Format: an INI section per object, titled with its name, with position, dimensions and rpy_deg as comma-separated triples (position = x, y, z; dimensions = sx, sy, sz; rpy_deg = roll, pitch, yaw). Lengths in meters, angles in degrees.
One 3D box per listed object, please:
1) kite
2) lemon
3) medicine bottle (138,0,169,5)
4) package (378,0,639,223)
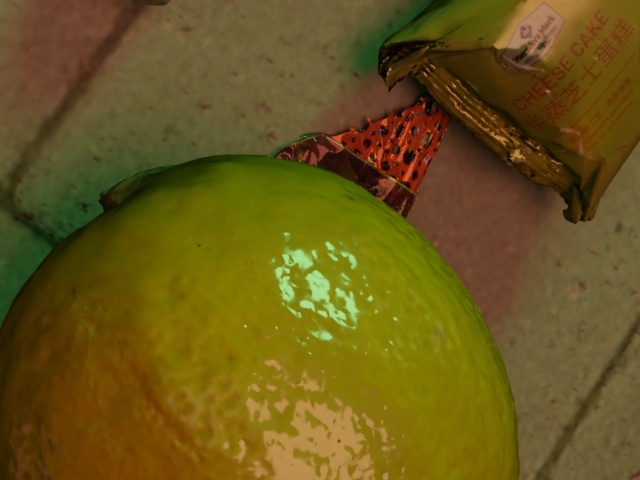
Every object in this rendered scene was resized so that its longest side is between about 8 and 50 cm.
[kite]
position = 0.000, 0.000, 0.983
dimensions = 0.222, 0.008, 0.125
rpy_deg = -20, 110, -25
[lemon]
position = -0.039, 0.070, 0.844
dimensions = 0.240, 0.240, 0.219
rpy_deg = -24, 98, -24
[medicine bottle]
position = -0.068, -0.158, 0.889
dimensions = 0.052, 0.052, 0.089
rpy_deg = 45, 76, -27
[package]
position = 0.145, -0.133, 0.992
dimensions = 0.168, 0.090, 0.226
rpy_deg = 37, 82, -27
